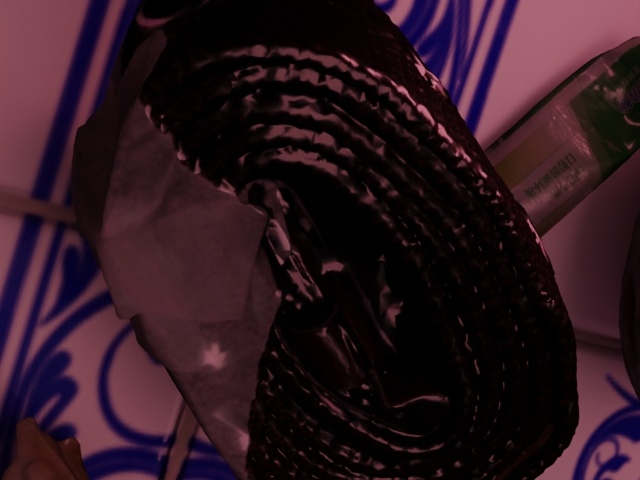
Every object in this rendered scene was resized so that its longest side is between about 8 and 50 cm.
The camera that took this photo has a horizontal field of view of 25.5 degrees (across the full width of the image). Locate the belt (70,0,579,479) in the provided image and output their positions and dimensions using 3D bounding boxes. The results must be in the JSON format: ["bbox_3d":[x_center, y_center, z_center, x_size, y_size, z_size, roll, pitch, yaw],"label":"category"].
[{"bbox_3d":[0.000,0.000,0.663,0.184,0.164,0.289,-27,122,8],"label":"belt"}]

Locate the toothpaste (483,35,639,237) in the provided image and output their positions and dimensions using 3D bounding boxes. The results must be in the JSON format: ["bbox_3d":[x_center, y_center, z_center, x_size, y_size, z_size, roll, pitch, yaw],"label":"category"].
[{"bbox_3d":[0.125,-0.041,0.788,0.248,0.047,0.078,-40,109,-12],"label":"toothpaste"}]

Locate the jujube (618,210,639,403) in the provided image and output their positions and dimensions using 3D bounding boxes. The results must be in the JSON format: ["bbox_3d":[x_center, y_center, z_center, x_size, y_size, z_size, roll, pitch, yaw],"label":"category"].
[{"bbox_3d":[0.291,-0.004,0.788,0.215,0.246,0.308,27,83,5],"label":"jujube"}]

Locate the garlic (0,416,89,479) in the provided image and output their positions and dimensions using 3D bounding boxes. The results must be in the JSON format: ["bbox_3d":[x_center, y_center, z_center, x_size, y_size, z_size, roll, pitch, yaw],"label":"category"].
[{"bbox_3d":[-0.180,0.243,0.600,0.325,0.132,0.279,-41,80,-19],"label":"garlic"}]
